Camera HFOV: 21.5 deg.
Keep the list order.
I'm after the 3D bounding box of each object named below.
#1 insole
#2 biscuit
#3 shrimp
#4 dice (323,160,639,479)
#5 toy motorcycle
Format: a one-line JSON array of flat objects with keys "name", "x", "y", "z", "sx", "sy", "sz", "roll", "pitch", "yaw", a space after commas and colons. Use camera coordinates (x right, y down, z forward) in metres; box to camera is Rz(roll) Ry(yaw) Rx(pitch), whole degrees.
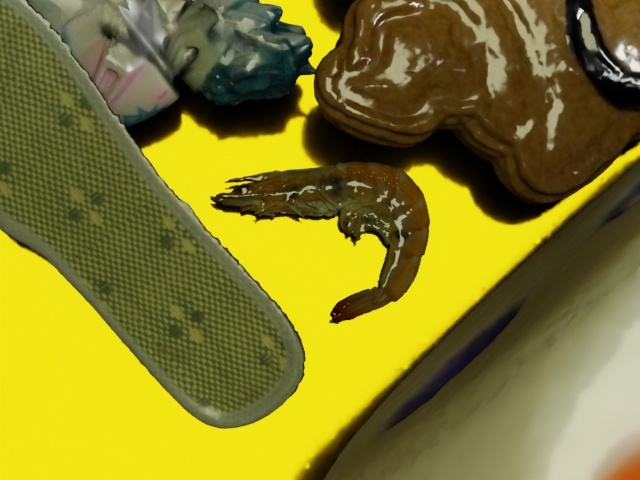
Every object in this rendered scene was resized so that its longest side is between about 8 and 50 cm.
[{"name": "insole", "x": -0.131, "y": -0.031, "z": 0.827, "sx": 0.109, "sy": 0.007, "sz": 0.322, "roll": -39, "pitch": 98, "yaw": 23}, {"name": "biscuit", "x": 0.118, "y": -0.142, "z": 0.847, "sx": 0.290, "sy": 0.041, "sz": 0.208, "roll": -36, "pitch": 96, "yaw": -18}, {"name": "shrimp", "x": 0.000, "y": 0.000, "z": 0.865, "sx": 0.114, "sy": 0.023, "sz": 0.083, "roll": 2, "pitch": 86, "yaw": -7}, {"name": "dice", "x": 0.190, "y": 0.108, "z": 0.720, "sx": 0.304, "sy": 0.304, "sz": 0.277, "roll": -42, "pitch": 87, "yaw": -6}, {"name": "toy motorcycle", "x": -0.085, "y": -0.146, "z": 0.839, "sx": 0.204, "sy": 0.108, "sz": 0.239, "roll": 23, "pitch": 109, "yaw": 3}]
